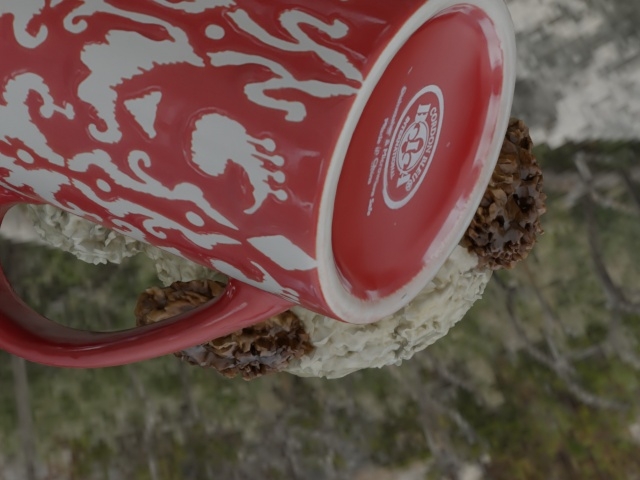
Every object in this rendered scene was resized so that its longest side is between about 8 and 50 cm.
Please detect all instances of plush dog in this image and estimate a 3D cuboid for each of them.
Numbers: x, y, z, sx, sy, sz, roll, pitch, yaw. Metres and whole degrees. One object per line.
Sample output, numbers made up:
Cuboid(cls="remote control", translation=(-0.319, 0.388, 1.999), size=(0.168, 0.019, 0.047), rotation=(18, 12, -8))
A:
Cuboid(cls="plush dog", translation=(0.000, 0.000, 0.953), size=(0.262, 0.225, 0.211), rotation=(-30, 116, -8))

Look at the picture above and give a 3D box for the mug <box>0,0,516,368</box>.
Cuboid(cls="mug", translation=(-0.040, -0.038, 0.484), size=(0.113, 0.169, 0.150), rotation=(-46, 146, -35))
